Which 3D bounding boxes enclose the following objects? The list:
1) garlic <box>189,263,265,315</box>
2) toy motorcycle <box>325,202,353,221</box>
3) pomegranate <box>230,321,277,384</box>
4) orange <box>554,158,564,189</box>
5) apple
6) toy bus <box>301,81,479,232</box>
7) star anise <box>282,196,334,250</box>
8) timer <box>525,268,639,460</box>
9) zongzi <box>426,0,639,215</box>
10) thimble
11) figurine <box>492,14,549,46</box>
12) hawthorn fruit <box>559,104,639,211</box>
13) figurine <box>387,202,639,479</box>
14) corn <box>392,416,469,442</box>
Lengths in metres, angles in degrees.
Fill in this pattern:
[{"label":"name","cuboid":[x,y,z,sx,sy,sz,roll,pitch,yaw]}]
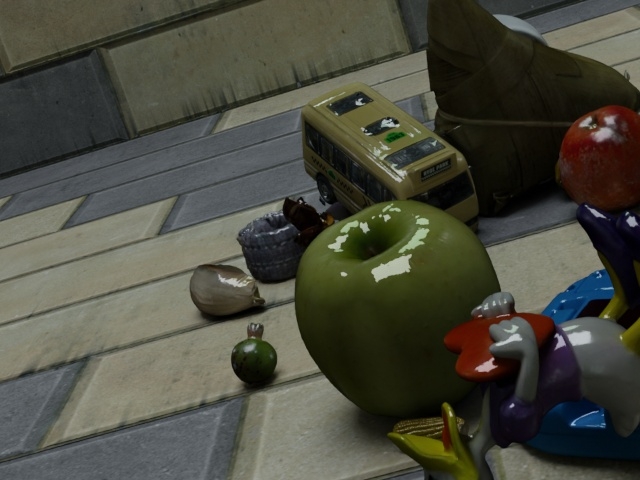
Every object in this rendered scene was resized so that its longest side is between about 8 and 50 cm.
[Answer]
[{"label":"garlic","cuboid":[-0.175,0.085,2.047,0.101,0.087,0.195,-12,11,-24]},{"label":"toy motorcycle","cuboid":[0.117,-0.075,2.251,0.225,0.073,0.152,-9,19,19]},{"label":"pomegranate","cuboid":[-0.101,0.167,1.709,0.073,0.085,0.073,-16,7,2]},{"label":"orange","cuboid":[0.453,-0.121,2.033,0.095,0.085,0.085,-28,19,-16]},{"label":"apple","cuboid":[0.099,0.090,1.453,0.279,0.279,0.279,-17,17,5]},{"label":"toy bus","cuboid":[0.117,-0.128,2.082,0.176,0.202,0.365,-26,42,-21]},{"label":"star anise","cuboid":[0.001,-0.001,2.011,0.073,0.177,0.234,-49,11,11]},{"label":"timer","cuboid":[0.384,0.125,1.300,0.340,0.115,0.309,-4,25,38]},{"label":"zongzi","cuboid":[0.421,-0.330,2.088,0.499,0.467,0.218,-24,39,-23]},{"label":"thimble","cuboid":[-0.071,0.006,2.154,0.150,0.098,0.150,-16,17,5]},{"label":"figurine","cuboid":[0.363,-0.333,2.404,0.253,0.211,0.361,-30,-18,16]},{"label":"hawthorn fruit","cuboid":[0.472,-0.134,1.901,0.172,0.173,0.173,-17,17,5]},{"label":"figurine","cuboid":[0.208,0.152,1.146,0.421,0.193,0.154,-40,16,3]},{"label":"corn","cuboid":[0.130,0.226,1.373,0.092,0.037,0.037,-9,19,30]}]
